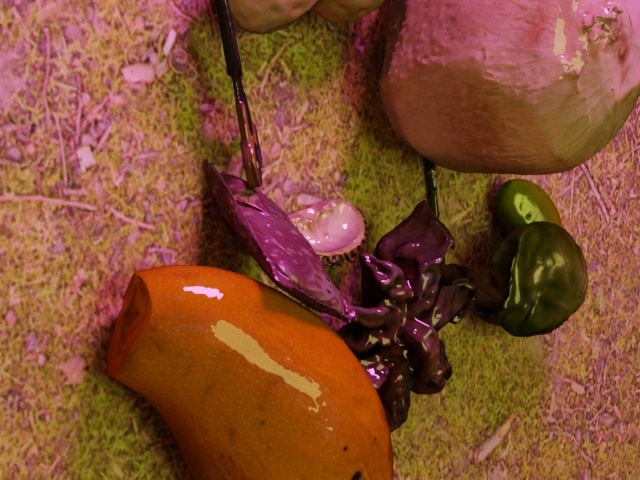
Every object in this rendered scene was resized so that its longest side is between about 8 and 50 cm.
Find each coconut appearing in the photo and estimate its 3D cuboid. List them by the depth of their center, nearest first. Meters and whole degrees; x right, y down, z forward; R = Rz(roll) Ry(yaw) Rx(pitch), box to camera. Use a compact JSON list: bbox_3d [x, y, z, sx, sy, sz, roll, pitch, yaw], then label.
[{"bbox_3d":[0.214,-0.208,1.522,0.297,0.255,0.297,10,78,-61],"label":"coconut"}]

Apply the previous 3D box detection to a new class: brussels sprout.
[{"bbox_3d":[0.254,0.048,1.686,0.181,0.100,0.139,17,104,-36],"label":"brussels sprout"}]

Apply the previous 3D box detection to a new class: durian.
[{"bbox_3d":[0.006,-0.003,1.466,0.130,0.052,0.066,-22,106,-43],"label":"durian"}]

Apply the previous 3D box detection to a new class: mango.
[{"bbox_3d":[-0.051,0.150,1.325,0.187,0.144,0.359,-38,118,-7],"label":"mango"},{"bbox_3d":[0.246,-0.030,1.732,0.108,0.056,0.073,46,67,-34],"label":"mango"}]

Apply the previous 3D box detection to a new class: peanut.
[{"bbox_3d":[-0.004,-0.268,1.417,0.263,0.101,0.117,-21,86,-46],"label":"peanut"}]

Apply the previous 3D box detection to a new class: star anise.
[{"bbox_3d":[0.094,0.094,1.516,0.214,0.099,0.220,-38,132,-29],"label":"star anise"}]

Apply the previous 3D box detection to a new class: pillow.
[{"bbox_3d":[-0.042,0.005,1.349,0.043,0.185,0.118,-45,135,14],"label":"pillow"}]

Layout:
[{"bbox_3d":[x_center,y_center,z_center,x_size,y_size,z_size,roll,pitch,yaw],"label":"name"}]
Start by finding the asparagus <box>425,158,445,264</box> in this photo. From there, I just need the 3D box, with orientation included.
[{"bbox_3d":[0.128,-0.048,1.632,0.016,0.013,0.166,-9,97,-37],"label":"asparagus"}]

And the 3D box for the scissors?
[{"bbox_3d":[-0.079,-0.158,1.339,0.088,0.017,0.220,-92,173,-64],"label":"scissors"}]
